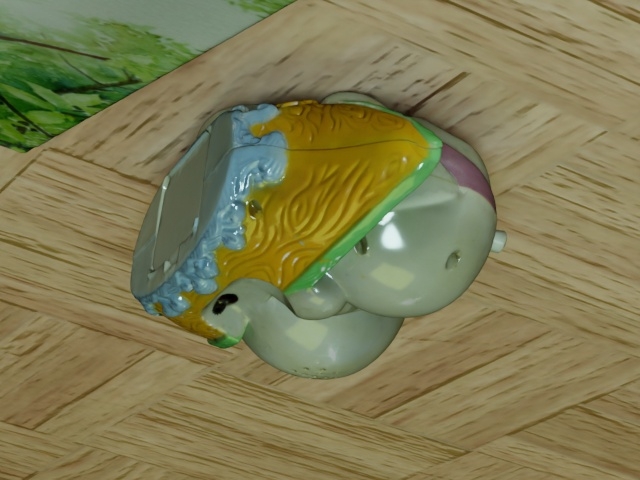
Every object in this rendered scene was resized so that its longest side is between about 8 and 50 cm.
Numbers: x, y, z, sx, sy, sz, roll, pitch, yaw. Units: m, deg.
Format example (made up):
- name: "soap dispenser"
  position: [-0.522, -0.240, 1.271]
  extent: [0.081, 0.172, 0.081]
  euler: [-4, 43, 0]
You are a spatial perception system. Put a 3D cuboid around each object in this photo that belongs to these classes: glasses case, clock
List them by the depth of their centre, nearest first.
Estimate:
- name: "glasses case"
  position: [-0.079, -0.113, 0.748]
  extent: [0.095, 0.062, 0.272]
  euler: [20, 152, -37]
- name: "clock"
  position: [0.000, 0.000, 0.913]
  extent: [0.144, 0.103, 0.231]
  euler: [15, 155, -19]
